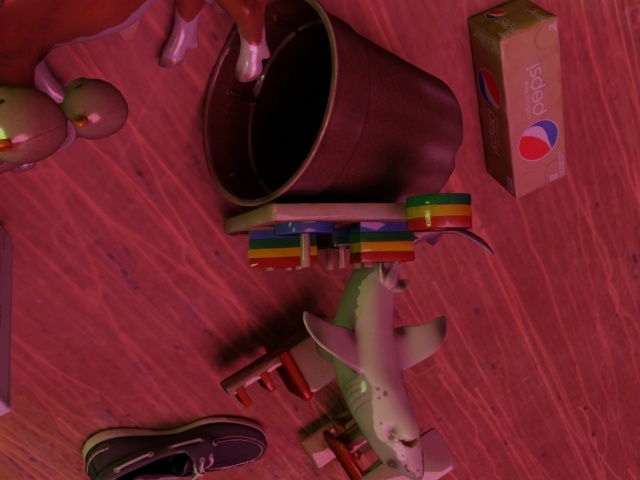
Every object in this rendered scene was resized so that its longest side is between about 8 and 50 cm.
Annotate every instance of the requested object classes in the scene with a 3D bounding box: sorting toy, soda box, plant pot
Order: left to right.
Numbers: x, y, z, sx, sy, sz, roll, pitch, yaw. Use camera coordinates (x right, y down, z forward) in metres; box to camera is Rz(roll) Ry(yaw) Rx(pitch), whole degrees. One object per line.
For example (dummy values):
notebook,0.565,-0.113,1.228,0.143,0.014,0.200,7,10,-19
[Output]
sorting toy,0.000,0.000,0.668,0.132,0.274,0.046,-1,87,-22
plant pot,0.017,-0.097,0.677,0.165,0.167,0.166,10,118,-41
soda box,0.191,-0.134,0.791,0.061,0.058,0.181,-24,131,-8

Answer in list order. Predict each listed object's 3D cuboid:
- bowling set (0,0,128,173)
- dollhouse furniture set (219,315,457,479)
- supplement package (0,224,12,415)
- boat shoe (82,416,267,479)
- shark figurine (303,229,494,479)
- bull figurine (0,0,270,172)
bowling set,-0.219,-0.103,0.401,0.154,0.287,0.199,-15,108,6
dollhouse furniture set,0.024,0.219,0.851,0.135,0.262,0.259,-33,93,-13
supplement package,-0.363,0.018,0.531,0.199,0.198,0.262,-29,131,3
boat shoe,-0.148,0.241,0.890,0.206,0.065,0.075,3,122,-27
shark figurine,0.046,0.064,0.770,0.166,0.278,0.116,35,143,-19
bull figurine,-0.182,-0.164,0.562,0.311,0.101,0.188,-20,135,-7
